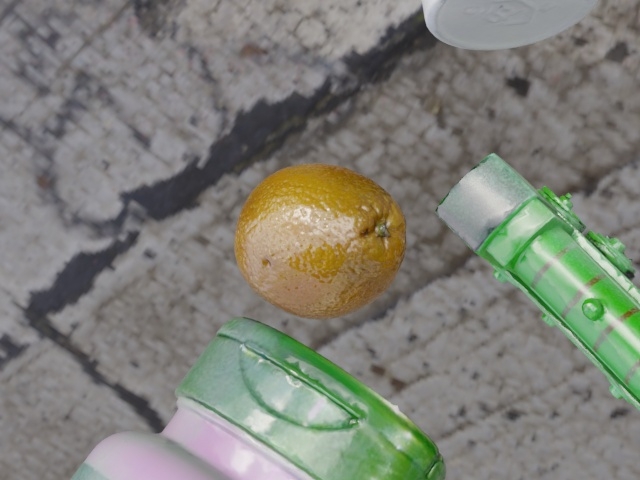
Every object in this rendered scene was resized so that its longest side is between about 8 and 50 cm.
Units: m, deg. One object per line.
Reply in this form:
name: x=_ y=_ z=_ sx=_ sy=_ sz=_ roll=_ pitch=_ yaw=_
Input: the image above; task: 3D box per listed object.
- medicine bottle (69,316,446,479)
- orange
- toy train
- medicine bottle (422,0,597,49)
medicine bottle: x=-0.068 y=0.165 z=0.520 sx=0.133 sy=0.274 sz=0.133 roll=33 pitch=165 yaw=10
orange: x=0.000 y=0.000 z=0.659 sx=0.085 sy=0.085 sz=0.085 roll=13 pitch=132 yaw=14
toy train: x=0.182 y=0.047 z=0.903 sx=0.085 sy=0.119 sz=0.251 roll=-47 pitch=61 yaw=8
medicine bottle: x=0.108 y=-0.256 z=0.936 sx=0.139 sy=0.236 sz=0.139 roll=-5 pitch=160 yaw=-2
